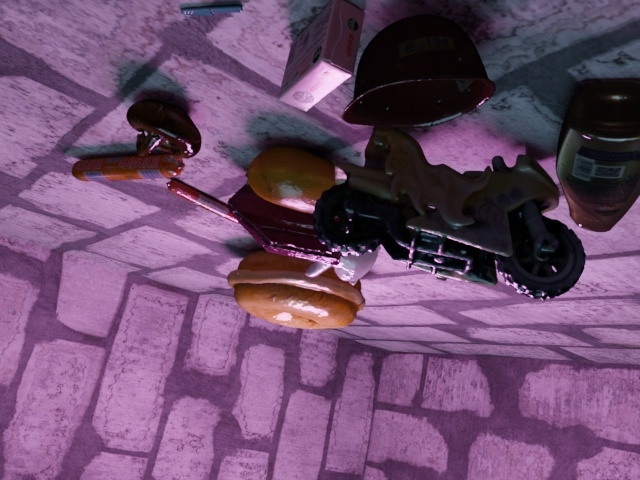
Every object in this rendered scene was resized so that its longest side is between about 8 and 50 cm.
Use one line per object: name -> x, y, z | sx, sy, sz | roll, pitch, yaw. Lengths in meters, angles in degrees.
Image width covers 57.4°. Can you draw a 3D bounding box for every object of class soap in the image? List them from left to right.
soap -> -0.065, -0.055, 1.208 | 0.250, 0.162, 0.099 | 12, 170, 3

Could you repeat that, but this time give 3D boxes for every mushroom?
mushroom -> -0.279, -0.193, 1.025 | 0.170, 0.080, 0.135 | -5, 145, 46

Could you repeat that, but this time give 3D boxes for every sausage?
sausage -> -0.431, -0.159, 1.282 | 0.347, 0.053, 0.053 | 1, 161, 30
sausage -> -0.277, -0.092, 1.440 | 0.034, 0.034, 0.253 | -4, 158, 43

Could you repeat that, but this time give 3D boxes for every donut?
donut -> -0.077, 0.158, 1.845 | 0.448, 0.198, 0.449 | 10, 163, 3

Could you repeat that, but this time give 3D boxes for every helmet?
helmet -> 0.103, -0.198, 0.674 | 0.175, 0.106, 0.155 | -12, 171, 9

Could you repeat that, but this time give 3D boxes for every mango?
mango -> -0.023, -0.104, 1.090 | 0.227, 0.109, 0.147 | 15, 161, -16

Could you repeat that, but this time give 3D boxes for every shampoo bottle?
shampoo bottle -> 0.410, -0.101, 0.852 | 0.125, 0.084, 0.350 | 7, 164, 23

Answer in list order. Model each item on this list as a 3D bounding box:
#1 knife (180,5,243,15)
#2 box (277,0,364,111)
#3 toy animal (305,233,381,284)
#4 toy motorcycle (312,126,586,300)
knife -> -0.138, -0.289, 0.735 | 0.091, 0.005, 0.014 | 6, 161, 19
box -> -0.001, -0.223, 0.714 | 0.043, 0.089, 0.125 | 19, 164, -24
toy animal -> 0.000, 0.006, 1.405 | 0.282, 0.141, 0.138 | 15, 155, -23
toy motorcycle -> 0.201, -0.049, 0.914 | 0.410, 0.237, 0.169 | 12, 149, 8
